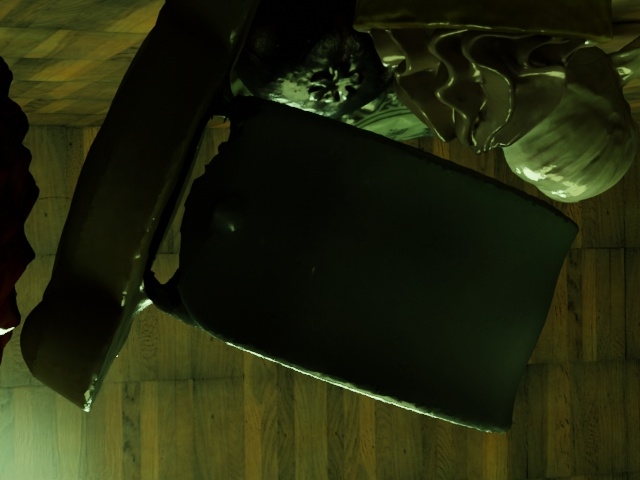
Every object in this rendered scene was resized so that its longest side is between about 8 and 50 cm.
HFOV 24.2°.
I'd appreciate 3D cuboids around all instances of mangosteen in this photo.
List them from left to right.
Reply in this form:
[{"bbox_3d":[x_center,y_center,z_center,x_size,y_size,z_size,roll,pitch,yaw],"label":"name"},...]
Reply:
[{"bbox_3d":[-0.005,-0.173,1.205,0.152,0.153,0.152,-1,180,0],"label":"mangosteen"}]

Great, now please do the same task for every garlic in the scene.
[{"bbox_3d":[0.295,-0.163,1.643,0.212,0.219,0.218,-33,165,24],"label":"garlic"}]

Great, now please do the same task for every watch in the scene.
[{"bbox_3d":[0.000,0.000,1.041,0.326,0.314,0.335,22,178,-5],"label":"watch"}]

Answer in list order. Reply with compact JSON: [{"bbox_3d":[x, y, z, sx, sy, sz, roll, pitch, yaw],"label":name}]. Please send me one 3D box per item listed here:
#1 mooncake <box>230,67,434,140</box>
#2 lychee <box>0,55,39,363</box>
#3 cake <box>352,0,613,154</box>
[{"bbox_3d":[0.035,-0.168,1.545,0.250,0.136,0.254,-5,-178,-21],"label":"mooncake"},{"bbox_3d":[-0.385,-0.024,0.879,0.424,0.425,0.500,-1,-175,12],"label":"lychee"},{"bbox_3d":[0.118,-0.152,1.057,0.185,0.178,0.207,0,176,-24],"label":"cake"}]
